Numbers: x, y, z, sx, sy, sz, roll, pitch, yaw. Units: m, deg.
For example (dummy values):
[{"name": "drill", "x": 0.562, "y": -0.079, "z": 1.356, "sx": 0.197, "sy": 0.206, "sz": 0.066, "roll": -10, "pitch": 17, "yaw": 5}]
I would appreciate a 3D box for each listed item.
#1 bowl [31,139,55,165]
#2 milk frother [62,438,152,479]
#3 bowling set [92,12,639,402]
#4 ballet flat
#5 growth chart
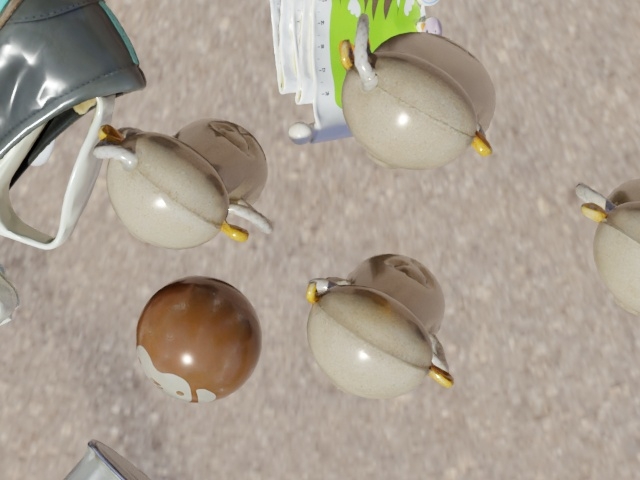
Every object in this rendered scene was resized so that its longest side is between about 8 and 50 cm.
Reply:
[{"name": "bowl", "x": -0.274, "y": -0.194, "z": 1.200, "sx": 0.134, "sy": 0.298, "sz": 0.298, "roll": -6, "pitch": 115, "yaw": -19}, {"name": "milk frother", "x": -0.136, "y": 0.184, "z": 0.943, "sx": 0.135, "sy": 0.143, "sz": 0.129, "roll": -48, "pitch": 126, "yaw": -4}, {"name": "bowling set", "x": 0.000, "y": 0.000, "z": 0.653, "sx": 0.287, "sy": 0.154, "sz": 0.200, "roll": 32, "pitch": 101, "yaw": 3}, {"name": "ballet flat", "x": -0.187, "y": -0.009, "z": 0.888, "sx": 0.096, "sy": 0.095, "sz": 0.280, "roll": 41, "pitch": 113, "yaw": 3}, {"name": "growth chart", "x": 0.025, "y": -0.180, "z": 1.168, "sx": 0.172, "sy": 0.021, "sz": 0.237, "roll": -23, "pitch": 114, "yaw": -34}]
